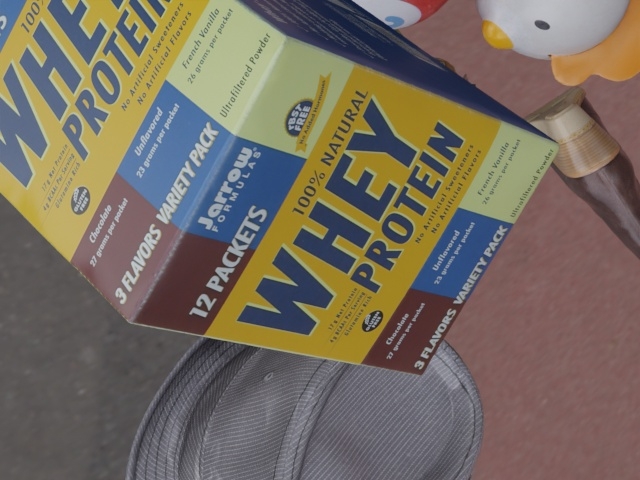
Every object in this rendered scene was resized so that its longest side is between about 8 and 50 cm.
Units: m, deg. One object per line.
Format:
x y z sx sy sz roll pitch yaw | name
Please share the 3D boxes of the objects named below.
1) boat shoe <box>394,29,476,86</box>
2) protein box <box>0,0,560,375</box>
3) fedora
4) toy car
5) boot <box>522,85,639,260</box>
0.104 -0.118 1.591 0.111 0.307 0.104 27 85 48 | boat shoe
-0.039 -0.055 0.805 0.200 0.201 0.136 40 107 38 | protein box
0.013 0.150 1.183 0.244 0.275 0.124 54 149 -3 | fedora
0.127 -0.190 1.211 0.238 0.219 0.210 44 75 5 | toy car
0.316 -0.067 1.952 0.090 0.248 0.207 -33 96 7 | boot
